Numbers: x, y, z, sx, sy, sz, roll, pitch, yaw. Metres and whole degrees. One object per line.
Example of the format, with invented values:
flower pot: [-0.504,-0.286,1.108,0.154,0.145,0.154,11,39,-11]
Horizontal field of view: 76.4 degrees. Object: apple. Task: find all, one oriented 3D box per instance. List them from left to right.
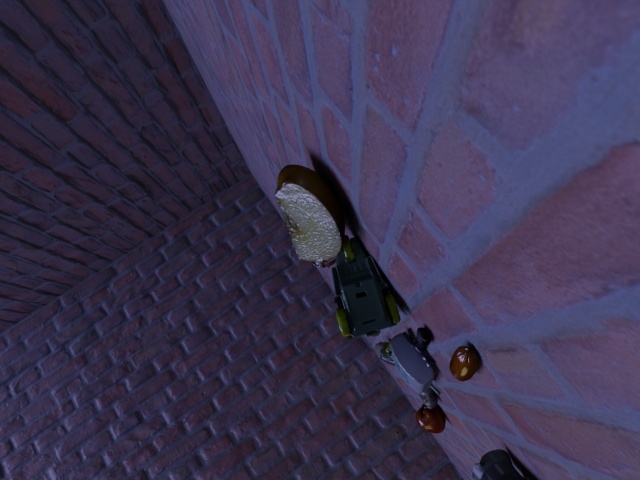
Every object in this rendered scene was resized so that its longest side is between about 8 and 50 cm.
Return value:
apple: [-0.024,-0.072,1.236,0.254,0.179,0.346,-107,2,-46]

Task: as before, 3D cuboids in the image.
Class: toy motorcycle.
toy motorcycle: [0.127,0.146,1.344,0.200,0.190,0.327,48,-154,-80]

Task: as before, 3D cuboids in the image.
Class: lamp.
lamp: [0.343,0.567,2.036,0.101,0.101,0.250,58,171,-14]

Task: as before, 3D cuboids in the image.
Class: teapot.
teapot: [0.545,0.716,1.116,0.203,0.171,0.225,26,-167,-22]

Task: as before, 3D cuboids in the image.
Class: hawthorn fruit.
hawthorn fruit: [0.530,0.853,1.947,0.138,0.133,0.133,46,174,-3]

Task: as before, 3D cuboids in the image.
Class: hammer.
hammer: [0.317,0.320,1.291,0.137,0.037,0.290,51,173,27]

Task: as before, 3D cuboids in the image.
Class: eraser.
eraser: [0.346,0.469,1.539,0.189,0.104,0.290,49,171,28]

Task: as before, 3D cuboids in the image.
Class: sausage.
sausage: [0.335,0.292,0.953,0.062,0.054,0.183,23,158,20]

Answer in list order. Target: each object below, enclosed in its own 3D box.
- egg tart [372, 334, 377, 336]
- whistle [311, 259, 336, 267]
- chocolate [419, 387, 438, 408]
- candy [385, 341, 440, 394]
egg tart: [0.187,0.302,1.836,0.290,0.115,0.290,53,173,10]
whistle: [0.000,0.001,1.710,0.142,0.133,0.347,32,151,38]
chocolate: [0.462,0.664,1.766,0.167,0.072,0.072,60,173,-25]
candy: [0.397,0.547,1.750,0.305,0.083,0.091,39,147,42]
